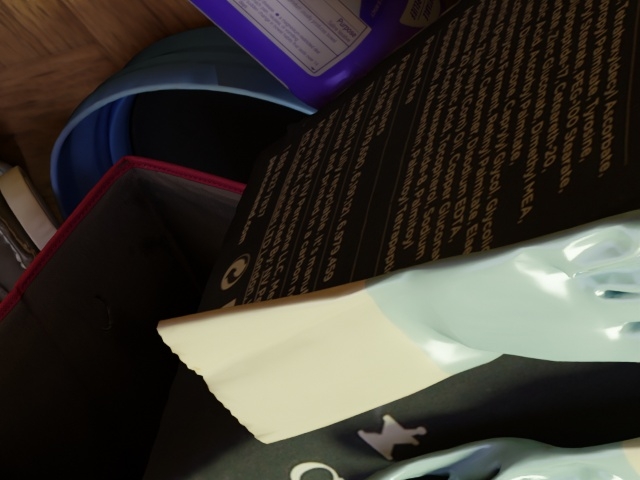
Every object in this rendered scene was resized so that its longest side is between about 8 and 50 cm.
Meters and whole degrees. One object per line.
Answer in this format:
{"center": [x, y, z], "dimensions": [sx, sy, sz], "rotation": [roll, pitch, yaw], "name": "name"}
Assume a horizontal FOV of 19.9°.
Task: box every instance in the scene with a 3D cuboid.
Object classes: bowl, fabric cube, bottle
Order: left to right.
{"center": [-0.063, 0.141, 1.198], "dimensions": [0.254, 0.259, 0.258], "rotation": [18, 149, 36], "name": "fabric cube"}
{"center": [0.000, 0.000, 1.293], "dimensions": [0.391, 0.077, 0.391], "rotation": [19, 148, 13], "name": "bowl"}
{"center": [0.008, -0.135, 1.044], "dimensions": [0.283, 0.118, 0.092], "rotation": [41, 128, -20], "name": "bottle"}

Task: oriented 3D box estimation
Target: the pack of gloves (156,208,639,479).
{"center": [0.087, 0.055, 0.706], "dimensions": [0.232, 0.046, 0.195], "rotation": [-13, 135, 30], "name": "pack of gloves"}

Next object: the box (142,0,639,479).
{"center": [0.261, 0.066, 0.879], "dimensions": [0.480, 0.297, 0.472], "rotation": [39, 128, -19], "name": "box"}

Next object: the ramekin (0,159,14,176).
{"center": [-0.332, 0.013, 1.448], "dimensions": [0.109, 0.207, 0.207], "rotation": [24, 150, 22], "name": "ramekin"}

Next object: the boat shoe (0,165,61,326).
{"center": [-0.225, 0.042, 1.442], "dimensions": [0.109, 0.091, 0.305], "rotation": [54, 173, 23], "name": "boat shoe"}
